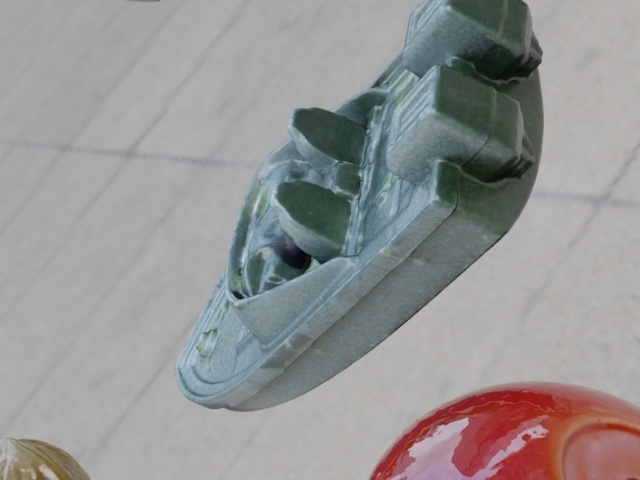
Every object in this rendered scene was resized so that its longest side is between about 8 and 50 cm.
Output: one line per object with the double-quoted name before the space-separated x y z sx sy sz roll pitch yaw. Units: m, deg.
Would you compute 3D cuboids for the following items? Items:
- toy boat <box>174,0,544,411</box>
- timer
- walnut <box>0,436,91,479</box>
"toy boat" 0.000 0.000 0.806 0.319 0.092 0.141 -46 26 47
"timer" 0.204 0.296 1.360 0.378 0.377 0.279 -83 15 -52
"walnut" -0.169 0.170 0.919 0.105 0.125 0.105 -6 13 1
